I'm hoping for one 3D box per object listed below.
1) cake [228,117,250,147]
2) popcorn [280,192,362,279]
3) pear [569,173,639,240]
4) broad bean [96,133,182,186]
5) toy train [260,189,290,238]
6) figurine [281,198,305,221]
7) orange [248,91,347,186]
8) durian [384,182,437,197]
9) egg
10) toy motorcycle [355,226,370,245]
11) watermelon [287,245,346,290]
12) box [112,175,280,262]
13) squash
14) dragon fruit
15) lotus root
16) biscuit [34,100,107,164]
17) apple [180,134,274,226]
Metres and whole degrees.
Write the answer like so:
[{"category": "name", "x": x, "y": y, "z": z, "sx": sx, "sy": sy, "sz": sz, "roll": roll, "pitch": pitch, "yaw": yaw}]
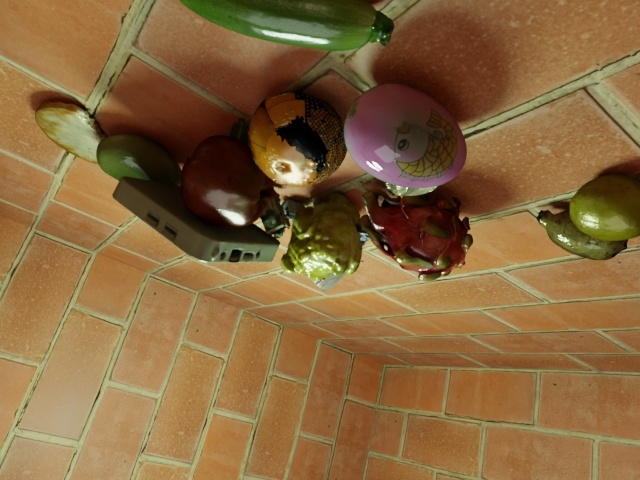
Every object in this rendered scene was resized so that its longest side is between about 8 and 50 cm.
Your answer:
[{"category": "cake", "x": -0.213, "y": -0.220, "z": 1.318, "sx": 0.100, "sy": 0.099, "sz": 0.235, "roll": 17, "pitch": 157, "yaw": -12}, {"category": "popcorn", "x": 0.000, "y": 0.000, "z": 1.483, "sx": 0.250, "sy": 0.241, "sz": 0.235, "roll": -20, "pitch": 122, "yaw": 35}, {"category": "pear", "x": 0.643, "y": -0.073, "z": 1.078, "sx": 0.162, "sy": 0.148, "sz": 0.149, "roll": 10, "pitch": 161, "yaw": 45}, {"category": "broad bean", "x": -0.539, "y": -0.221, "z": 1.487, "sx": 0.238, "sy": 0.119, "sz": 0.291, "roll": 1, "pitch": 155, "yaw": 25}, {"category": "toy train", "x": -0.158, "y": -0.100, "z": 1.455, "sx": 0.081, "sy": 0.193, "sz": 0.125, "roll": -27, "pitch": 146, "yaw": 9}, {"category": "figurine", "x": -0.092, "y": -0.089, "z": 1.574, "sx": 0.086, "sy": 0.094, "sz": 0.082, "roll": 38, "pitch": 123, "yaw": 17}, {"category": "orange", "x": -0.054, "y": -0.227, "z": 1.108, "sx": 0.235, "sy": 0.182, "sz": 0.234, "roll": 23, "pitch": 155, "yaw": 12}, {"category": "durian", "x": 0.213, "y": -0.165, "z": 1.184, "sx": 0.149, "sy": 0.091, "sz": 0.188, "roll": 0, "pitch": 152, "yaw": -17}, {"category": "egg", "x": 0.176, "y": -0.207, "z": 0.990, "sx": 0.271, "sy": 0.196, "sz": 0.196, "roll": 6, "pitch": 165, "yaw": -31}, {"category": "toy motorcycle", "x": 0.083, "y": -0.025, "z": 1.644, "sx": 0.205, "sy": 0.076, "sz": 0.114, "roll": 11, "pitch": 165, "yaw": 12}, {"category": "watermelon", "x": 0.005, "y": 0.050, "z": 1.806, "sx": 0.175, "sy": 0.188, "sz": 0.322, "roll": 56, "pitch": 178, "yaw": 21}, {"category": "box", "x": -0.338, "y": -0.049, "z": 1.378, "sx": 0.373, "sy": 0.090, "sz": 0.367, "roll": 33, "pitch": -167, "yaw": 23}, {"category": "squash", "x": -0.072, "y": -0.388, "z": 0.816, "sx": 0.396, "sy": 0.107, "sz": 0.107, "roll": 14, "pitch": 158, "yaw": 0}, {"category": "dragon fruit", "x": 0.260, "y": -0.027, "z": 1.338, "sx": 0.243, "sy": 0.307, "sz": 0.227, "roll": -21, "pitch": 158, "yaw": -31}, {"category": "lotus root", "x": 0.652, "y": -0.023, "z": 1.219, "sx": 0.214, "sy": 0.138, "sz": 0.138, "roll": 19, "pitch": 162, "yaw": 27}, {"category": "biscuit", "x": -0.743, "y": -0.323, "z": 1.476, "sx": 0.205, "sy": 0.040, "sz": 0.309, "roll": 12, "pitch": 157, "yaw": 6}, {"category": "apple", "x": -0.234, "y": -0.147, "z": 1.216, "sx": 0.234, "sy": 0.233, "sz": 0.234, "roll": 13, "pitch": 158, "yaw": 5}]
